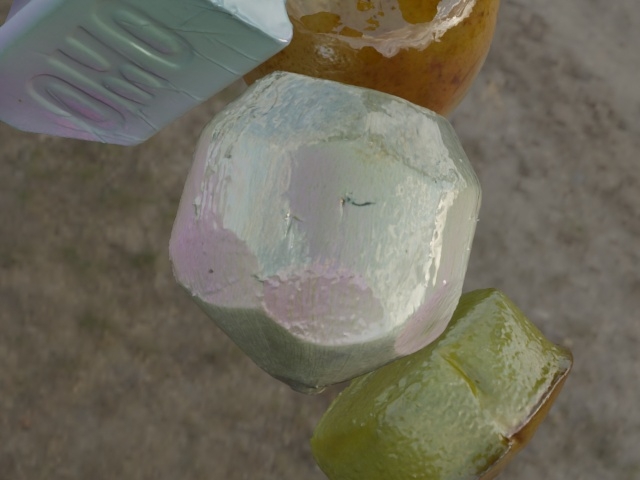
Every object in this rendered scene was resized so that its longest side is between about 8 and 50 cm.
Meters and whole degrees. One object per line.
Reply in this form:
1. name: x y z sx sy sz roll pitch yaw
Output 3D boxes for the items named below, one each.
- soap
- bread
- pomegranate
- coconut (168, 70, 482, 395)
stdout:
1. soap: -0.203 -0.214 1.777 0.208 0.347 0.115 31 53 -28
2. bread: 0.119 0.167 1.731 0.148 0.270 0.270 49 45 -7
3. pomegranate: 0.047 -0.327 2.321 0.416 0.416 0.416 8 42 -7
4. coconut: -0.001 0.000 1.327 0.227 0.230 0.227 15 -2 0
